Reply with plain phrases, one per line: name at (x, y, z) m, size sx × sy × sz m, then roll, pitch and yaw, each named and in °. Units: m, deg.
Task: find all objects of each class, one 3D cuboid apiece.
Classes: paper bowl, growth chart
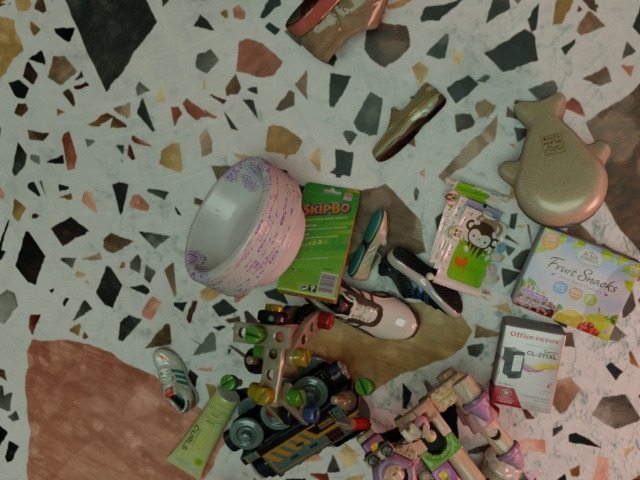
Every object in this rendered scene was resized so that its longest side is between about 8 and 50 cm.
paper bowl at (-0.142, -0.017, 1.565) m, size 0.148 × 0.284 × 0.284 m, roll 32°, pitch 105°, yaw -32°
growth chart at (0.312, -0.002, 1.583) m, size 0.172 × 0.021 × 0.237 m, roll 10°, pitch 96°, yaw -10°

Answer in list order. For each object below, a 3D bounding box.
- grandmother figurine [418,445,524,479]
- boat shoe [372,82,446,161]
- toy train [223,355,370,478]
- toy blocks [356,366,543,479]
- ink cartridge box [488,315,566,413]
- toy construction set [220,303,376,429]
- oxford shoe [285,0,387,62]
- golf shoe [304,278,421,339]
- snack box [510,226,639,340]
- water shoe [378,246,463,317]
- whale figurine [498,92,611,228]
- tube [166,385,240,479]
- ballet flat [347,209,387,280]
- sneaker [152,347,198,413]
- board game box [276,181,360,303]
grandmother figurine at (0.298, 0.568, 1.659) m, size 0.342 × 0.104 × 0.208 m, roll -43°, pitch 99°, yaw 10°
boat shoe at (0.170, -0.247, 1.576) m, size 0.190 × 0.068 × 0.072 m, roll -44°, pitch 77°, yaw 4°
toy train at (-0.051, 0.398, 1.678) m, size 0.334 × 0.142 × 0.190 m, roll -35°, pitch 101°, yaw 14°
toy blocks at (0.255, 0.438, 1.502) m, size 0.289 × 0.309 × 0.260 m, roll -36°, pitch 85°, yaw -6°
ink cartridge box at (0.432, 0.259, 1.596) m, size 0.128 × 0.072 × 0.175 m, roll 9°, pitch 101°, yaw 9°
toy construction set at (-0.053, 0.257, 1.472) m, size 0.309 × 0.237 × 0.257 m, roll 33°, pitch 92°, yaw 25°
oxford shoe at (0.097, -0.505, 1.536) m, size 0.348 × 0.123 × 0.130 m, roll -37°, pitch 117°, yaw 12°
golf shoe at (0.079, 0.151, 1.621) m, size 0.273 × 0.120 × 0.105 m, roll 22°, pitch 100°, yaw 5°
snack box at (0.519, 0.083, 1.555) m, size 0.207 × 0.070 × 0.174 m, roll 22°, pitch 102°, yaw 5°
water shoe at (0.214, 0.098, 1.624) m, size 0.203 × 0.073 × 0.080 m, roll 42°, pitch 131°, yaw 0°
whale figurine at (0.464, -0.153, 1.515) m, size 0.216 × 0.141 × 0.271 m, roll -14°, pitch 71°, yaw 12°
tube at (-0.266, 0.446, 1.760) m, size 0.240 × 0.062 × 0.070 m, roll -58°, pitch 46°, yaw 17°
ballet flat at (0.113, 0.011, 1.634) m, size 0.052 × 0.057 × 0.168 m, roll 20°, pitch 107°, yaw -22°
sneaker at (-0.339, 0.323, 1.742) m, size 0.057 × 0.075 × 0.161 m, roll -27°, pitch 93°, yaw 13°
board game box at (0.000, 0.000, 1.595) m, size 0.124 × 0.039 × 0.259 m, roll 10°, pitch 67°, yaw 8°
